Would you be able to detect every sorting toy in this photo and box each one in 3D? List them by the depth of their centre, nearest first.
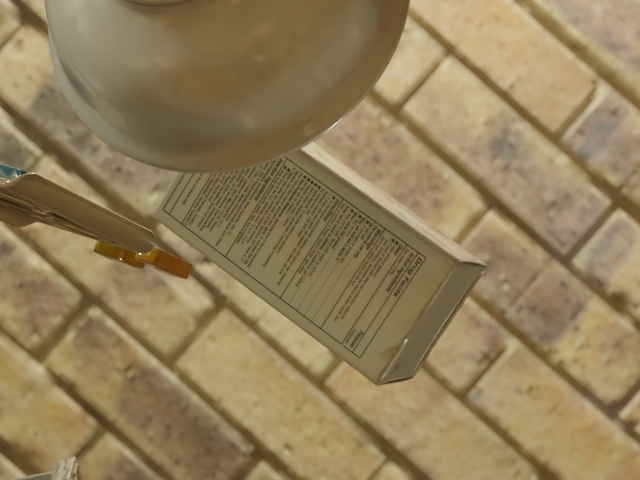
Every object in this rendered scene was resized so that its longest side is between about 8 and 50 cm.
[{"bbox_3d":[-0.292,-0.033,1.792,0.229,0.041,0.307,10,-13,40],"label":"sorting toy"}]

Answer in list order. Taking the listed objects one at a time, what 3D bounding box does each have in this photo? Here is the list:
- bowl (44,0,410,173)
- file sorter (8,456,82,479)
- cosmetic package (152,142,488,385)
[{"bbox_3d":[-0.089,-0.210,1.207,0.298,0.298,0.134,41,-6,25],"label":"bowl"},{"bbox_3d":[-0.284,0.336,1.405,0.277,0.173,0.193,-108,-173,-79],"label":"file sorter"},{"bbox_3d":[0.000,0.000,1.629,0.296,0.153,0.129,38,11,18],"label":"cosmetic package"}]
